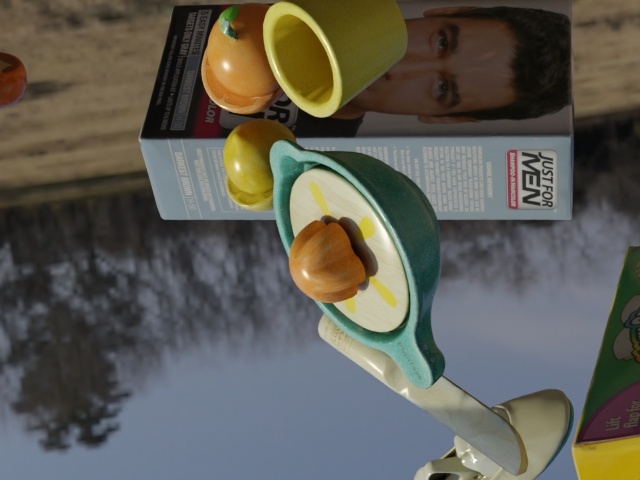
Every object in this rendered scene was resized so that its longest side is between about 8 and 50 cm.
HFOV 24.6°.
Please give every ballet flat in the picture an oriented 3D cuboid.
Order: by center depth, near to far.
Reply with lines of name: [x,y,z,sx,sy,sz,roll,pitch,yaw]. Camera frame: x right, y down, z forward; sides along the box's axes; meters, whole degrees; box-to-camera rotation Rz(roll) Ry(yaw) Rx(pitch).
ballet flat: [0.152,0.220,1.441,0.086,0.086,0.248,-9,150,-37]

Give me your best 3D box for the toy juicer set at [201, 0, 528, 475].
toy juicer set: [0.000,0.000,0.925,0.089,0.329,0.209,-30,-157,-28]

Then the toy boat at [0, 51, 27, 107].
toy boat: [-0.362,-0.157,1.430,0.151,0.151,0.231,-7,159,-22]

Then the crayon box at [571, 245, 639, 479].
crayon box: [0.282,0.195,1.038,0.106,0.313,0.363,-10,-164,20]

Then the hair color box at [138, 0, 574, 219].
hair color box: [0.041,-0.120,1.335,0.374,0.185,0.114,0,139,8]
